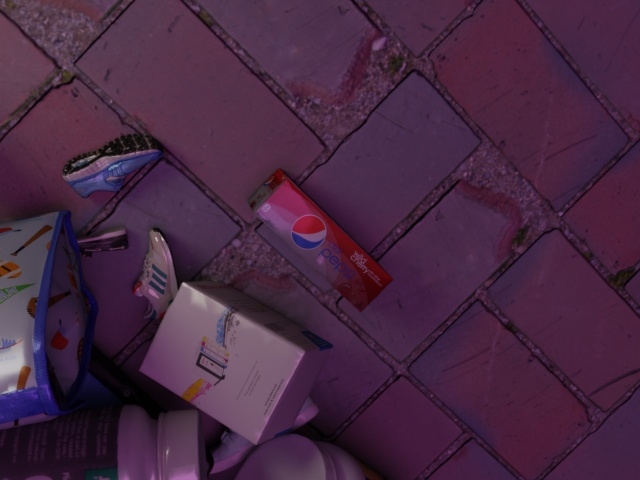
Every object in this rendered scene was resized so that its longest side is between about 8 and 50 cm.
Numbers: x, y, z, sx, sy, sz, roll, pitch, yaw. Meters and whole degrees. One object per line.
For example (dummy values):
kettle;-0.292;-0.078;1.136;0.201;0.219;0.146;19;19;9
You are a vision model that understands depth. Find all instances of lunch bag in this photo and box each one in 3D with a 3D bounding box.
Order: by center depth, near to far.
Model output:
lunch bag;-0.507;0.154;1.279;0.328;0.385;0.238;-13;118;-3

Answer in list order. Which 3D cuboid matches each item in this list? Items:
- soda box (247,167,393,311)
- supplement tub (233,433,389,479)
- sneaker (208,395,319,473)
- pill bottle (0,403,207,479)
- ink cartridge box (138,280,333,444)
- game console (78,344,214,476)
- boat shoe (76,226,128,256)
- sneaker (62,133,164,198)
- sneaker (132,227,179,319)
soda box;0.000;0.000;1.521;0.083;0.092;0.263;-46;110;3
supplement tub;0.020;0.493;1.557;0.241;0.241;0.331;-45;129;3
sneaker;-0.142;0.304;1.598;0.256;0.094;0.151;-34;86;15
pill bottle;-0.360;0.357;1.367;0.361;0.204;0.204;-5;108;-4
ink cartridge box;-0.134;0.190;1.456;0.233;0.171;0.168;29;95;16
game console;-0.424;0.365;1.486;0.386;0.060;0.342;43;90;-1
boat shoe;-0.377;0.009;1.469;0.125;0.046;0.038;-14;104;-17
sneaker;-0.327;-0.117;1.442;0.162;0.063;0.073;-20;127;-1
sneaker;-0.279;0.061;1.497;0.075;0.057;0.161;-13;112;-14
